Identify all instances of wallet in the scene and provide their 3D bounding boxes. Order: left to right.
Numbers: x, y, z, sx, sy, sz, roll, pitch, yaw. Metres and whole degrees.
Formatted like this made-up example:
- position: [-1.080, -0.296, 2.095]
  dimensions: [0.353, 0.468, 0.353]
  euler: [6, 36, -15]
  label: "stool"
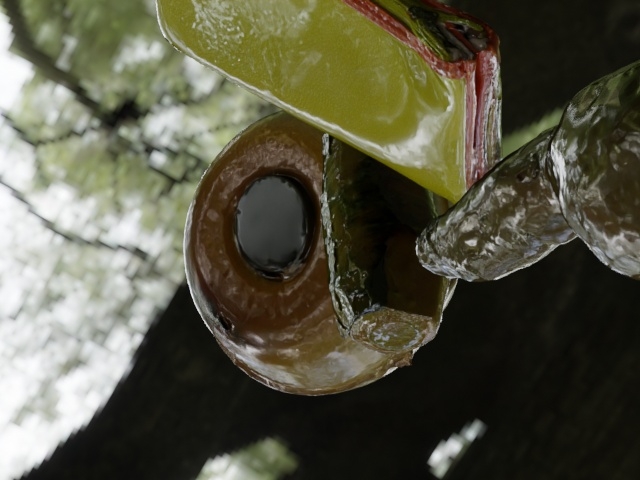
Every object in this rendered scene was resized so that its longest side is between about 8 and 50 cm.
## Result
- position: [0.006, -0.129, 1.164]
  dimensions: [0.241, 0.067, 0.141]
  euler: [32, 152, 22]
  label: "wallet"

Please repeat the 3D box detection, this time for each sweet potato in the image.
- position: [0.103, -0.022, 0.605]
  dimensions: [0.075, 0.074, 0.269]
  euler: [21, 166, -27]
  label: "sweet potato"

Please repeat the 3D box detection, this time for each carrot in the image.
- position: [0.040, -0.009, 1.259]
  dimensions: [0.082, 0.082, 0.173]
  euler: [21, -132, -28]
  label: "carrot"

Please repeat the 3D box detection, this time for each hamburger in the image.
- position: [0.001, 0.004, 1.433]
  dimensions: [0.237, 0.237, 0.147]
  euler: [42, -163, 32]
  label: "hamburger"
